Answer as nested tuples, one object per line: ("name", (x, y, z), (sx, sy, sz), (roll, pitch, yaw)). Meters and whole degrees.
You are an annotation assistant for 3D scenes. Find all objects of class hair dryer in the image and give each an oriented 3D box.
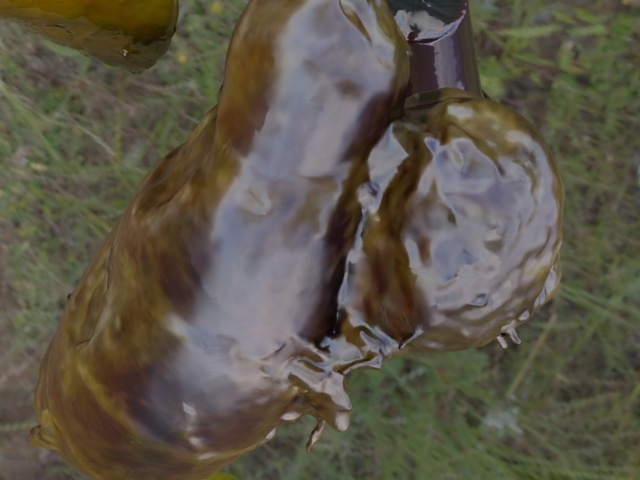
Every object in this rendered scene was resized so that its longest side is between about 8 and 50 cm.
("hair dryer", (0.000, 0.000, 1.097), (0.340, 0.123, 0.312), (-41, 152, -11))

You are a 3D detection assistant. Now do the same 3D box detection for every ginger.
("ginger", (-0.018, 0.034, 0.916), (0.254, 0.176, 0.418), (30, 129, -16))

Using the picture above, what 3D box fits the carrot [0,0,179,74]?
("carrot", (-0.193, -0.245, 0.878), (0.341, 0.241, 0.241), (14, 100, -45))

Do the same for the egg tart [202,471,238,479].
("egg tart", (-0.098, 0.224, 1.301), (0.105, 0.039, 0.105), (-17, 154, -9))
